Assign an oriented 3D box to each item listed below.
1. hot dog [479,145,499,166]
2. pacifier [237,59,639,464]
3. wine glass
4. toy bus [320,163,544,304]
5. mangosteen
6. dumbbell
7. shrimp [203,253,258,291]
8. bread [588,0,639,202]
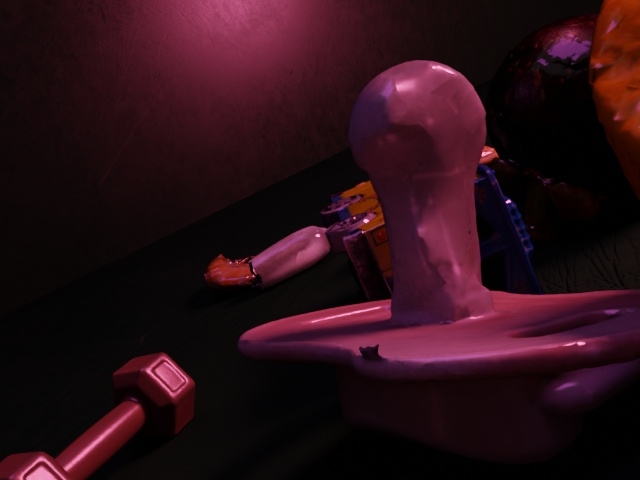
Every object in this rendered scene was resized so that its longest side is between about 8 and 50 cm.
[{"bbox_3d":[0.262,-0.133,1.352,0.133,0.041,0.056,-20,19,-9],"label":"hot dog"},{"bbox_3d":[0.083,0.035,0.513,0.220,0.273,0.332,-49,21,-25],"label":"pacifier"},{"bbox_3d":[0.000,0.000,1.210,0.262,0.074,0.074,-29,12,-13],"label":"wine glass"},{"bbox_3d":[0.104,-0.001,0.807,0.175,0.138,0.288,-25,11,3],"label":"toy bus"},{"bbox_3d":[0.285,-0.116,0.838,0.266,0.228,0.228,-63,14,1],"label":"mangosteen"},{"bbox_3d":[-0.209,0.193,0.709,0.082,0.092,0.231,-52,-7,34],"label":"dumbbell"},{"bbox_3d":[-0.139,0.055,1.317,0.132,0.052,0.187,-8,13,-14],"label":"shrimp"},{"bbox_3d":[0.339,-0.114,0.386,0.398,0.215,0.398,-38,31,28],"label":"bread"}]
